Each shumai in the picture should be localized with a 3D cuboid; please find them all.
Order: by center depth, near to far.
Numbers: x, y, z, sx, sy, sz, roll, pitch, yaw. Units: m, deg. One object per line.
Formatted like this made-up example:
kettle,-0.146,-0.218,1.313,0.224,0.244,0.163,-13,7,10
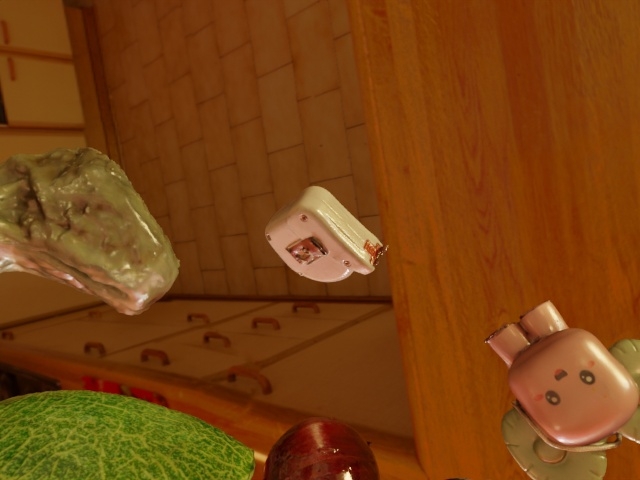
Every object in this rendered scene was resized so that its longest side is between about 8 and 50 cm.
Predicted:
shumai,-0.322,0.016,0.604,0.260,0.222,0.225,43,151,17

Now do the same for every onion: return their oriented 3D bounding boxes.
onion,-0.007,0.488,0.891,0.276,0.276,0.276,9,104,40

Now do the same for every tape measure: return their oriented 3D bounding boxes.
tape measure,0.000,0.000,1.240,0.258,0.130,0.265,42,136,-17

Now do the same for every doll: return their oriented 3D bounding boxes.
doll,0.417,0.244,0.773,0.284,0.216,0.268,-37,60,13

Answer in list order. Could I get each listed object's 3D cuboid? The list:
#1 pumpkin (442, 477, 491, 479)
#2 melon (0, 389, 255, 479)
pumpkin,0.399,0.724,1.100,0.293,0.197,0.263,-3,121,19
melon,-0.235,0.218,0.410,0.323,0.196,0.124,18,114,5
